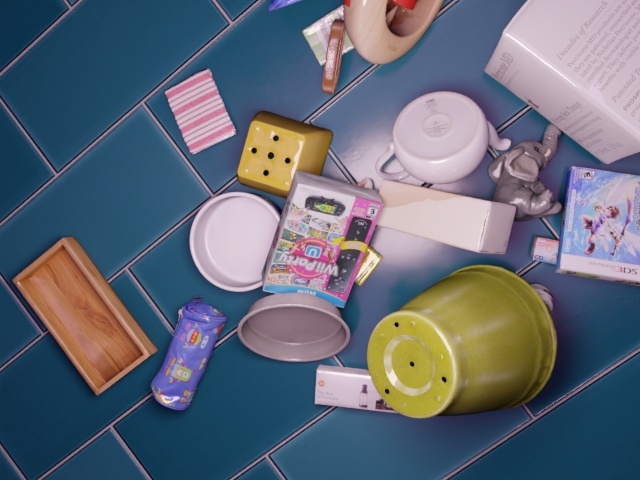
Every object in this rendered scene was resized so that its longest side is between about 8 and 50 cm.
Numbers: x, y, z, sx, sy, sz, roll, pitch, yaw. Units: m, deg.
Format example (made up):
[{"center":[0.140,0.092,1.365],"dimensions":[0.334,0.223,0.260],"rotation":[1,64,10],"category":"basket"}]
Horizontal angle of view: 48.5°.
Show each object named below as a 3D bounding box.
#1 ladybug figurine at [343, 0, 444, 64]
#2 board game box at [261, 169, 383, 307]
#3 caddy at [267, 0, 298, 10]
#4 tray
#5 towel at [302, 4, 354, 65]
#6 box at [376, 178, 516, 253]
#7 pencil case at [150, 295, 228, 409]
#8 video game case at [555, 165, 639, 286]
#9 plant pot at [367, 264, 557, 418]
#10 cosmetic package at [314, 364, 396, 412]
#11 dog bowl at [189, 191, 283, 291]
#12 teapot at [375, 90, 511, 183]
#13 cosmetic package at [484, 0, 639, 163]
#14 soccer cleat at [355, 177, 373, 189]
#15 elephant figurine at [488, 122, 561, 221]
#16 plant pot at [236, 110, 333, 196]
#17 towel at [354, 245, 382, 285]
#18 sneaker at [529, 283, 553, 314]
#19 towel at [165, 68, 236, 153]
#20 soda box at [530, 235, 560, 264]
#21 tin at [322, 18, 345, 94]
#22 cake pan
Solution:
[{"center":[0.191,-0.656,1.718],"dimensions":[0.162,0.305,0.449],"rotation":[39,110,34],"category":"ladybug figurine"},{"center":[0.000,0.000,1.778],"dimensions":[0.224,0.097,0.303],"rotation":[13,115,-14],"category":"board game box"},{"center":[-0.023,-0.709,1.751],"dimensions":[0.341,0.241,0.179],"rotation":[-38,106,11],"category":"caddy"},{"center":[-0.670,0.213,2.028],"dimensions":[0.203,0.076,0.411],"rotation":[-37,89,10],"category":"tray"},{"center":[0.040,-0.546,1.871],"dimensions":[0.152,0.023,0.113],"rotation":[-28,89,11],"category":"towel"},{"center":[0.299,-0.060,1.737],"dimensions":[0.311,0.148,0.121],"rotation":[16,98,39],"category":"box"},{"center":[-0.368,0.312,1.959],"dimensions":[0.133,0.119,0.306],"rotation":[21,98,-17],"category":"pencil case"},{"center":[0.721,-0.034,1.742],"dimensions":[0.244,0.061,0.269],"rotation":[9,78,7],"category":"video game case"},{"center":[0.302,0.255,1.657],"dimensions":[0.366,0.353,0.366],"rotation":[5,98,42],"category":"plant pot"},{"center":[0.107,0.401,1.919],"dimensions":[0.239,0.060,0.098],"rotation":[4,94,9],"category":"cosmetic package"},{"center":[-0.211,0.001,1.917],"dimensions":[0.265,0.104,0.264],"rotation":[1,95,10],"category":"dog bowl"},{"center":[0.301,-0.232,1.780],"dimensions":[0.256,0.187,0.252],"rotation":[28,74,28],"category":"teapot"},{"center":[0.643,-0.431,1.612],"dimensions":[0.394,0.329,0.327],"rotation":[39,93,5],"category":"cosmetic package"},{"center":[0.109,-0.068,1.884],"dimensions":[0.076,0.068,0.196],"rotation":[17,86,-27],"category":"soccer cleat"},{"center":[0.503,-0.173,1.775],"dimensions":[0.169,0.186,0.239],"rotation":[-13,81,43],"category":"elephant figurine"},{"center":[-0.108,-0.216,1.840],"dimensions":[0.212,0.187,0.212],"rotation":[18,98,8],"category":"plant pot"},{"center":[0.047,0.012,1.920],"dimensions":[0.237,0.021,0.102],"rotation":[38,94,5],"category":"towel"},{"center":[0.477,0.261,1.806],"dimensions":[0.122,0.146,0.330],"rotation":[31,100,4],"category":"sneaker"},{"center":[-0.330,-0.353,1.948],"dimensions":[0.144,0.029,0.197],"rotation":[-23,88,11],"category":"towel"},{"center":[0.633,0.037,1.803],"dimensions":[0.183,0.058,0.063],"rotation":[12,95,9],"category":"soda box"},{"center":[0.035,-0.471,1.824],"dimensions":[0.040,0.106,0.189],"rotation":[12,111,7],"category":"tin"},{"center":[-0.068,0.226,1.851],"dimensions":[0.293,0.293,0.054],"rotation":[-6,52,10],"category":"cake pan"}]
